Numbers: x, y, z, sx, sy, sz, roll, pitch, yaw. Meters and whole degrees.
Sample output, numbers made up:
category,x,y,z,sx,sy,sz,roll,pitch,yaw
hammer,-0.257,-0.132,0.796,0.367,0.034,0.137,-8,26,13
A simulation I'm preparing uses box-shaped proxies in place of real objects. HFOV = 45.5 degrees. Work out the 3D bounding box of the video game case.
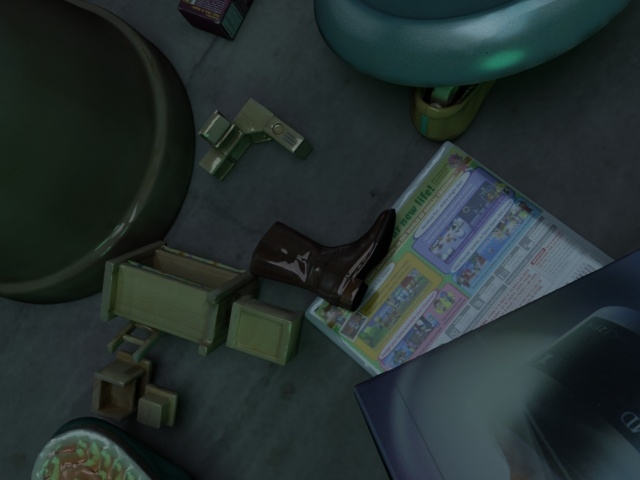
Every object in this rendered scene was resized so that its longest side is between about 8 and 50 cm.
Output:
category,x,y,z,sx,sy,sz,roll,pitch,yaw
video game case,0.122,0.047,0.684,0.193,0.023,0.212,40,91,18

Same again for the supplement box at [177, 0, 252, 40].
category,x,y,z,sx,sy,sz,roll,pitch,yaw
supplement box,-0.102,-0.260,0.794,0.055,0.043,0.083,25,85,18

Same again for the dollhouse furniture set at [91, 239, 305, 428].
category,x,y,z,sx,sy,sz,roll,pitch,yaw
dollhouse furniture set,-0.103,0.105,0.713,0.182,0.101,0.160,16,108,17

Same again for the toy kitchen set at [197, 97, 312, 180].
category,x,y,z,sx,sy,sz,roll,pitch,yaw
toy kitchen set,-0.069,-0.088,0.737,0.075,0.068,0.083,39,90,18

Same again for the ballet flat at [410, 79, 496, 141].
category,x,y,z,sx,sy,sz,roll,pitch,yaw
ballet flat,0.155,-0.198,0.699,0.080,0.073,0.232,25,86,17

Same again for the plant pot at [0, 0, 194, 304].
category,x,y,z,sx,sy,sz,roll,pitch,yaw
plant pot,-0.317,-0.119,0.699,0.324,0.280,0.322,-3,77,14

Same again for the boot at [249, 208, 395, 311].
category,x,y,z,sx,sy,sz,roll,pitch,yaw
boot,0.000,0.000,0.691,0.114,0.037,0.106,21,70,23

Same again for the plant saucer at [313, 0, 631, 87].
category,x,y,z,sx,sy,sz,roll,pitch,yaw
plant saucer,0.135,-0.272,0.679,0.318,0.043,0.317,-12,55,17

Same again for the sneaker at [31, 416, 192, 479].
category,x,y,z,sx,sy,sz,roll,pitch,yaw
sneaker,-0.122,0.272,0.666,0.108,0.121,0.302,-37,93,-3

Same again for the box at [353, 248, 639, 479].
category,x,y,z,sx,sy,sz,roll,pitch,yaw
box,0.218,0.182,0.476,0.294,0.182,0.296,-26,49,-1
